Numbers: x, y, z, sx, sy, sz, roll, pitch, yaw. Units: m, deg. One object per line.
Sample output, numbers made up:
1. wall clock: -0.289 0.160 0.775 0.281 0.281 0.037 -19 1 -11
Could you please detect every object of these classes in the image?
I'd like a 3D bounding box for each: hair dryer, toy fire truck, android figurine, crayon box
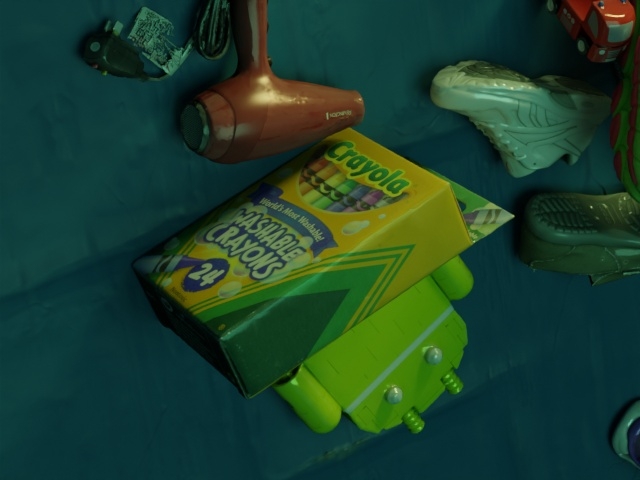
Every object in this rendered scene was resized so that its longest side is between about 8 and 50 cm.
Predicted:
1. hair dryer: -0.063 -0.181 1.717 0.293 0.080 0.224 38 87 -36
2. toy fire truck: 0.269 -0.292 1.834 0.047 0.192 0.135 -14 145 -24
3. android figurine: 0.060 0.100 1.923 0.248 0.056 0.273 -43 123 -9
4. crayon box: 0.000 0.000 1.754 0.323 0.203 0.083 -33 123 -16

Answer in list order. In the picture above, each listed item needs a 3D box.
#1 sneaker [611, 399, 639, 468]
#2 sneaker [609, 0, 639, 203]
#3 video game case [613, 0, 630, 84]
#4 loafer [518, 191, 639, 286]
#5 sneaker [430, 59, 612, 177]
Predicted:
1. sneaker: 0.465 0.284 2.209 0.236 0.104 0.095 32 90 -37
2. sneaker: 0.428 -0.261 1.851 0.202 0.185 0.483 9 89 -6
3. video game case: 0.425 -0.206 2.032 0.196 0.026 0.274 -32 124 -16
4. loafer: 0.329 0.001 2.031 0.251 0.094 0.087 8 134 -23
5. sneaker: 0.210 -0.122 1.901 0.232 0.090 0.115 8 109 -32
